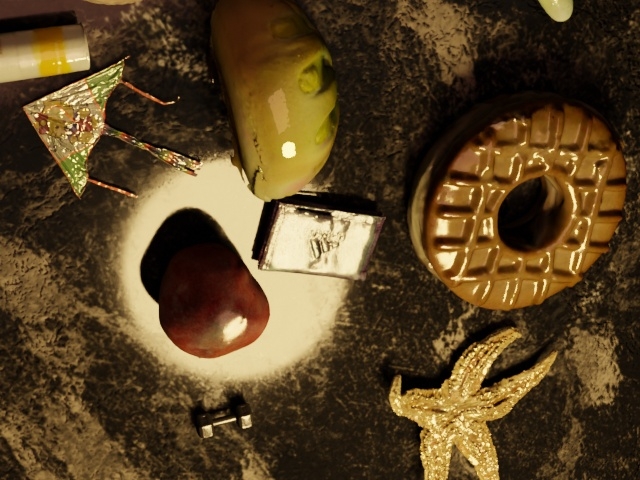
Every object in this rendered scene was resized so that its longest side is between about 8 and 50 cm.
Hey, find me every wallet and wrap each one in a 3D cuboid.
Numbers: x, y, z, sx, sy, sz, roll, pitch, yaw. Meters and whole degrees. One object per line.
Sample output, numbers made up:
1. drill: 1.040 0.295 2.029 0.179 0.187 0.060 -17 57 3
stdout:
1. wallet: 0.000 -0.001 1.693 0.166 0.030 0.111 8 117 -23

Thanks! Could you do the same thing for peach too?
1. peach: -0.133 0.083 1.616 0.152 0.152 0.152 -9 118 -17

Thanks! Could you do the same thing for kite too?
1. kite: -0.256 -0.136 1.540 0.244 0.006 0.198 17 107 -27

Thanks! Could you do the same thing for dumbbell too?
1. dumbbell: -0.139 0.259 1.764 0.083 0.036 0.040 -12 117 -15

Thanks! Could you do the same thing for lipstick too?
1. lipstick: -0.404 -0.207 1.417 0.264 0.059 0.059 -11 118 -15

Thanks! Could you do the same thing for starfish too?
1. starfish: 0.228 0.277 1.902 0.299 0.060 0.302 -8 112 -24

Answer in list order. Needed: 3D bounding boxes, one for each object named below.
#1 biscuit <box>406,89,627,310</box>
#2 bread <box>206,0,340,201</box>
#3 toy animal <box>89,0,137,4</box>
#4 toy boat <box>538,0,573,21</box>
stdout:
1. biscuit: 0.280 -0.054 1.731 0.332 0.103 0.332 -9 119 -16
2. bread: -0.043 -0.178 1.513 0.158 0.156 0.260 -16 120 -11
3. toy animal: -0.236 -0.370 1.325 0.358 0.188 0.226 25 115 -30
4. toy boat: 0.336 -0.433 1.523 0.215 0.123 0.330 -11 119 5
